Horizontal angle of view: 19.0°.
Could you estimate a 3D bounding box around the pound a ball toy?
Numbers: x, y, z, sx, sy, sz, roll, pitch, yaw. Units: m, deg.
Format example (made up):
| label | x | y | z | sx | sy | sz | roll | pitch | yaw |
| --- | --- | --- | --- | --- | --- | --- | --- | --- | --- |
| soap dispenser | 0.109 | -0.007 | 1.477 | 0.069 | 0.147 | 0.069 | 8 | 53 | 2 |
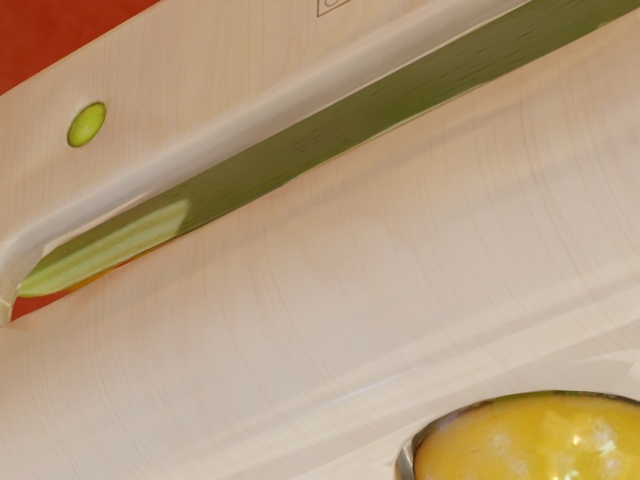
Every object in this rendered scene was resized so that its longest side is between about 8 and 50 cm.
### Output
| label | x | y | z | sx | sy | sz | roll | pitch | yaw |
| --- | --- | --- | --- | --- | --- | --- | --- | --- | --- |
| pound a ball toy | 0.000 | 0.000 | 0.382 | 0.208 | 0.319 | 0.135 | 35 | 40 | -41 |
